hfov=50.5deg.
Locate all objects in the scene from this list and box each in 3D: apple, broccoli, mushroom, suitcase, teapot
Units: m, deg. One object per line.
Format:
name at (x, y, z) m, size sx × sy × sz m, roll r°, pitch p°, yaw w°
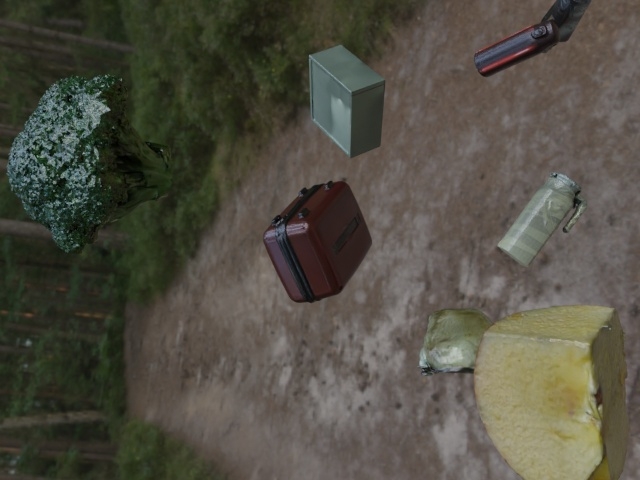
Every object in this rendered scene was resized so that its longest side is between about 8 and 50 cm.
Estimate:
apple at (0.462, 0.297, 1.283) m, size 0.252 × 0.313 × 0.309 m, roll -126°, pitch 26°, yaw -75°
broccoli at (-0.385, -0.139, 1.161) m, size 0.307 × 0.275 × 0.308 m, roll -12°, pitch 76°, yaw 63°
mushroom at (0.350, 0.244, 1.653) m, size 0.189 × 0.267 × 0.164 m, roll -10°, pitch 77°, yaw 34°
suitcase at (0.000, 0.000, 1.722) m, size 0.236 × 0.161 × 0.297 m, roll 66°, pitch -150°, yaw -19°
teapot at (0.476, -0.037, 1.431) m, size 0.200 × 0.107 × 0.077 m, roll -55°, pitch 4°, yaw 4°

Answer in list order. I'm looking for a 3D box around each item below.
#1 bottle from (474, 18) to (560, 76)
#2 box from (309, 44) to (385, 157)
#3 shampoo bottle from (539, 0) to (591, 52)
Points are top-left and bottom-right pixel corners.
bottle at (0.375, -0.367, 1.289) m, size 0.164 × 0.060 × 0.060 m, roll -17°, pitch 61°, yaw 44°
box at (0.075, -0.400, 1.945) m, size 0.225 × 0.117 × 0.225 m, roll 50°, pitch 154°, yaw 37°
shampoo bottle at (0.503, -0.457, 1.410) m, size 0.208 × 0.063 × 0.057 m, roll 101°, pitch 164°, yaw -75°
